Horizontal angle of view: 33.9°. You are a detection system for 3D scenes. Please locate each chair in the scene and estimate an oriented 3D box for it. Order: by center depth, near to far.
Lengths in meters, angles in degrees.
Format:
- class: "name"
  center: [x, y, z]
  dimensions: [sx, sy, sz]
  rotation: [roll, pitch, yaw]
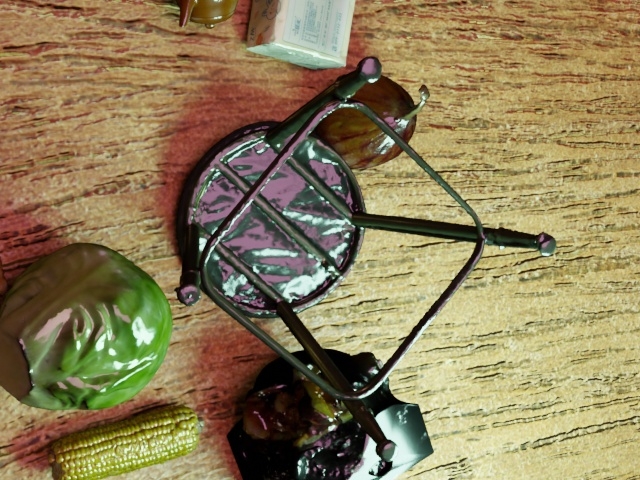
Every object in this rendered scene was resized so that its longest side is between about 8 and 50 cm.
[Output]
- class: "chair"
  center: [0.000, 0.000, 1.447]
  dimensions: [0.365, 0.410, 0.362]
  rotation: [41, 83, -22]

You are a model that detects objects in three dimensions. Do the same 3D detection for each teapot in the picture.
- class: "teapot"
  center: [-0.163, -0.365, 1.542]
  dimensions: [0.116, 0.116, 0.173]
  rotation: [61, 36, -19]

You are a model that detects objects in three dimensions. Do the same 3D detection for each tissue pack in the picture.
- class: "tissue pack"
  center: [-0.026, -0.374, 1.628]
  dimensions: [0.148, 0.092, 0.196]
  rotation: [11, 85, -32]

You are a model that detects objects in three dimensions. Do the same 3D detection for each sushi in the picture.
- class: "sushi"
  center: [0.000, 0.269, 1.590]
  dimensions: [0.215, 0.227, 0.212]
  rotation: [-25, 105, -29]

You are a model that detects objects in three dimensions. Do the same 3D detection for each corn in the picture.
- class: "corn"
  center: [-0.274, 0.294, 1.508]
  dimensions: [0.238, 0.080, 0.080]
  rotation: [-13, 99, -31]

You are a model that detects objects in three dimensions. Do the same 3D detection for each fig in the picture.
- class: "fig"
  center: [0.095, -0.192, 1.673]
  dimensions: [0.149, 0.202, 0.148]
  rotation: [-56, 140, -57]

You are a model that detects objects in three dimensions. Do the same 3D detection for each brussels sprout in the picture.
- class: "brussels sprout"
  center: [-0.319, 0.121, 1.405]
  dimensions: [0.244, 0.244, 0.244]
  rotation: [-1, 93, -32]

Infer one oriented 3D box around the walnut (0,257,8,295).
- class: "walnut"
  center: [-0.491, 0.046, 1.367]
  dimensions: [0.143, 0.069, 0.170]
  rotation: [-35, 108, -25]
